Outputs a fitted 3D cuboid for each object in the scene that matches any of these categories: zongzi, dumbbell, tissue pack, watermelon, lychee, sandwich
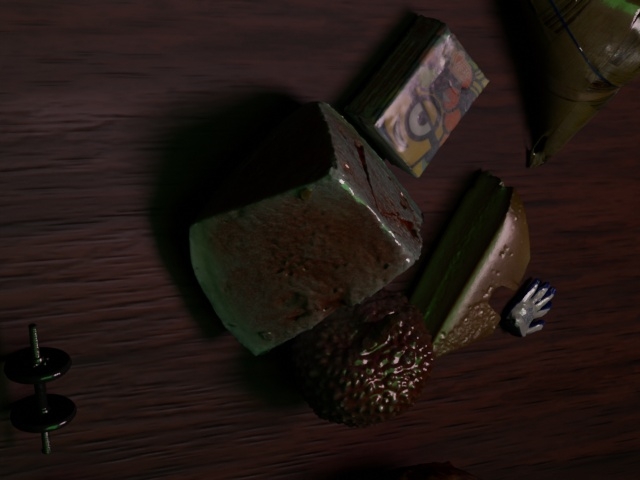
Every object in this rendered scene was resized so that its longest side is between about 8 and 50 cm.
[{"bbox_3d":[0.257,-0.245,1.994,0.260,0.123,0.289,36,128,-15],"label":"zongzi"},{"bbox_3d":[-0.285,0.151,1.716,0.069,0.069,0.147,-19,119,-32],"label":"dumbbell"},{"bbox_3d":[0.110,-0.164,1.912,0.148,0.060,0.108,-53,132,-11],"label":"tissue pack"},{"bbox_3d":[0.000,0.000,1.798,0.262,0.201,0.213,-44,121,-11],"label":"watermelon"},{"bbox_3d":[0.048,0.128,1.908,0.165,0.165,0.197,-38,169,-21],"label":"lychee"},{"bbox_3d":[0.183,0.044,2.034,0.088,0.090,0.244,32,87,-39],"label":"sandwich"}]

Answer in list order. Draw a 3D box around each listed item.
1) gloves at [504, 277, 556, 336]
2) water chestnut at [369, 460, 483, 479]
[{"bbox_3d":[0.271,0.089,2.167,0.086,0.026,0.064,-49,132,-18],"label":"gloves"},{"bbox_3d":[0.124,0.448,2.007,0.350,0.302,0.350,-14,112,-37],"label":"water chestnut"}]
